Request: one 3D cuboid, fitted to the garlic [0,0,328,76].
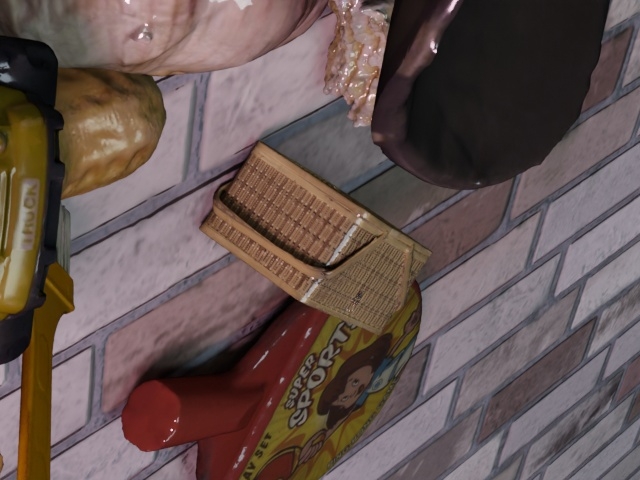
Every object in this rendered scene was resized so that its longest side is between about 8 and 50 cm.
[{"bbox_3d":[-0.098,-0.184,0.746,0.219,0.219,0.212,-12,102,-54],"label":"garlic"}]

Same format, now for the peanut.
[{"bbox_3d":[-0.175,-0.046,0.840,0.226,0.108,0.095,-28,138,-45],"label":"peanut"}]

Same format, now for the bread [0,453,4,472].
[{"bbox_3d":[-0.287,0.126,0.822,0.240,0.139,0.240,-35,147,-27],"label":"bread"}]

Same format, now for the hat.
[{"bbox_3d":[0.054,-0.238,0.776,0.381,0.257,0.366,-58,156,-11],"label":"hat"}]

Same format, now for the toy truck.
[{"bbox_3d":[-0.223,-0.027,0.647,0.165,0.224,0.147,-4,104,-55],"label":"toy truck"}]

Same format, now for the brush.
[{"bbox_3d":[-0.164,0.080,0.898,0.013,0.272,0.103,-10,152,10],"label":"brush"}]

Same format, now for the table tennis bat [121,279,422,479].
[{"bbox_3d":[-0.032,0.132,1.350,0.268,0.051,0.415,-61,155,13],"label":"table tennis bat"}]

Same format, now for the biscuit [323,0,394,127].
[{"bbox_3d":[0.093,-0.182,1.169,0.239,0.062,0.108,-35,146,-35],"label":"biscuit"}]

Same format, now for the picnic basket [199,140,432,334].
[{"bbox_3d":[0.000,0.000,1.167,0.079,0.115,0.164,-58,154,3],"label":"picnic basket"}]
